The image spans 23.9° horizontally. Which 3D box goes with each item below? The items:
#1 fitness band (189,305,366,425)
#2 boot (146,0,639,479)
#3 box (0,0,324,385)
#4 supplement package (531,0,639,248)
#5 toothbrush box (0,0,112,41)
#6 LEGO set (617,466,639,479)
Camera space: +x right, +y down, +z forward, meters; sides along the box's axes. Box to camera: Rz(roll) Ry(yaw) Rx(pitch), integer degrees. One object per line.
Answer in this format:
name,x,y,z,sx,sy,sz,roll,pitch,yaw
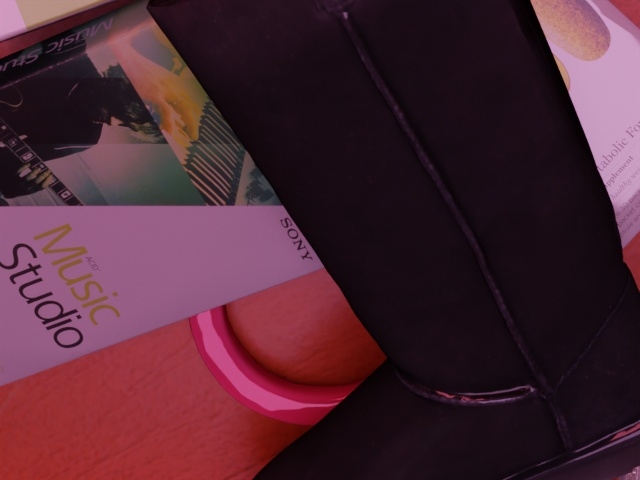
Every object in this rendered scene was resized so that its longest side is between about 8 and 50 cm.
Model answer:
fitness band,0.000,0.000,1.172,0.209,0.054,0.291,2,101,1
boot,0.014,0.014,0.992,0.367,0.146,0.445,-27,124,5
box,-0.175,-0.028,1.079,0.322,0.058,0.232,-21,124,14
supplement package,0.157,-0.124,1.102,0.244,0.134,0.139,40,98,-8
toothbrush box,-0.130,-0.234,1.039,0.283,0.206,0.122,-19,102,2
LEGO set,0.236,0.184,1.182,0.244,0.060,0.182,-38,102,-25
